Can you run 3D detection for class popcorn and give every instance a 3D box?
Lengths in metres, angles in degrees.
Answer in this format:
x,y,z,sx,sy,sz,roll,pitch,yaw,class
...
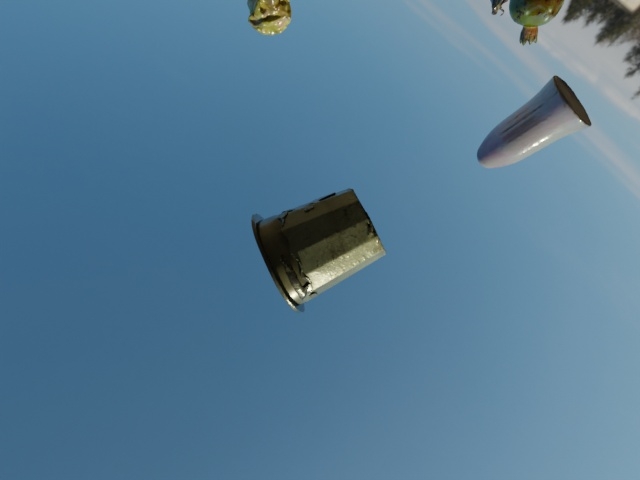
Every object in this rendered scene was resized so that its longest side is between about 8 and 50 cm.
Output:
x,y,z,sx,sy,sz,roll,pitch,yaw,class
-0.143,-0.641,1.128,0.126,0.145,0.126,-8,-123,-16,popcorn

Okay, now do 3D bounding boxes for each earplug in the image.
x,y,z,sx,sy,sz,roll,pitch,yaw,class
0.602,-0.321,1.222,0.173,0.301,0.172,21,-127,-31,earplug

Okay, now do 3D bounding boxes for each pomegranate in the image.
x,y,z,sx,sy,sz,roll,pitch,yaw,class
0.689,-0.741,1.317,0.160,0.204,0.159,-4,-138,4,pomegranate

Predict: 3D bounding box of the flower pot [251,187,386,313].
x,y,z,sx,sy,sz,roll,pitch,yaw,class
0.000,0.000,0.780,0.212,0.203,0.212,60,-174,-10,flower pot

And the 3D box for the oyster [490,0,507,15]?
x,y,z,sx,sy,sz,roll,pitch,yaw,class
0.459,-0.587,0.778,0.133,0.337,0.197,38,-144,-20,oyster
